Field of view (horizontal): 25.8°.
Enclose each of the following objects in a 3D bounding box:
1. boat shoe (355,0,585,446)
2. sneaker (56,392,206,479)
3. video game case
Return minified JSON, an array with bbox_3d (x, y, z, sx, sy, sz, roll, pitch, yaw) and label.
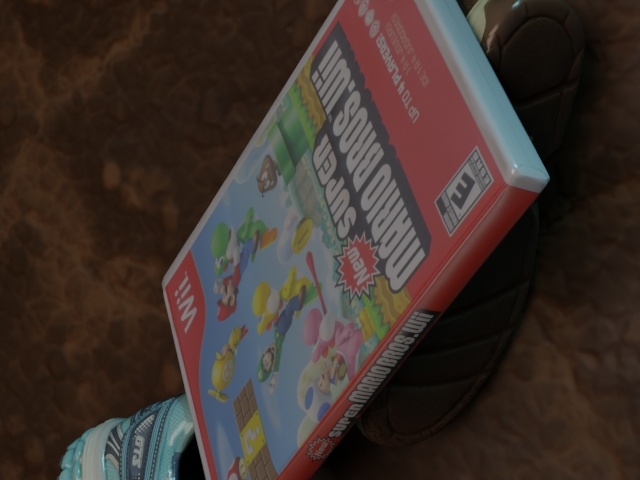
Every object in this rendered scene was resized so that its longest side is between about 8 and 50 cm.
[{"bbox_3d":[0.065,-0.017,0.763,0.095,0.095,0.257,36,110,53],"label":"boat shoe"},{"bbox_3d":[-0.057,0.218,0.811,0.122,0.110,0.283,-35,71,23],"label":"sneaker"},{"bbox_3d":[0.000,0.000,0.749,0.285,0.025,0.204,-55,37,32],"label":"video game case"}]
